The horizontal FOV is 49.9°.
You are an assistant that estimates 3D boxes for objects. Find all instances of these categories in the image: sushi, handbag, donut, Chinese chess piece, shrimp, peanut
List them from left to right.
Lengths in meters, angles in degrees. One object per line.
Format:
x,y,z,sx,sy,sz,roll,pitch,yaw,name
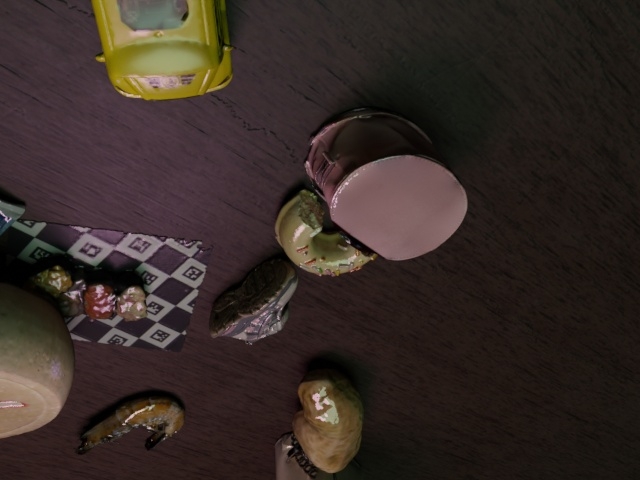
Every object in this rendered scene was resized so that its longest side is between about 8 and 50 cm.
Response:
-0.522,0.174,0.964,0.339,0.140,0.338,-7,150,-4,Chinese chess piece
-0.327,0.093,1.043,0.290,0.050,0.264,9,130,-20,sushi
-0.351,0.359,1.292,0.217,0.051,0.150,-29,139,10,shrimp
-0.001,0.004,1.016,0.166,0.065,0.108,30,121,-33,donut
0.005,0.587,1.365,0.160,0.358,0.236,-20,133,9,handbag
0.015,0.336,1.296,0.137,0.122,0.253,4,130,-2,peanut
0.087,-0.074,0.927,0.179,0.116,0.205,-38,129,23,handbag

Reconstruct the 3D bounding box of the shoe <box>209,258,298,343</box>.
-0.090,0.109,1.081,0.180,0.089,0.092,-37,128,25,shoe

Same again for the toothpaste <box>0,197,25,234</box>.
-0.512,0.025,0.946,0.268,0.047,0.069,-41,111,20,toothpaste

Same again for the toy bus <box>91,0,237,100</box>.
-0.163,-0.270,0.666,0.144,0.152,0.330,-7,134,-7,toy bus
